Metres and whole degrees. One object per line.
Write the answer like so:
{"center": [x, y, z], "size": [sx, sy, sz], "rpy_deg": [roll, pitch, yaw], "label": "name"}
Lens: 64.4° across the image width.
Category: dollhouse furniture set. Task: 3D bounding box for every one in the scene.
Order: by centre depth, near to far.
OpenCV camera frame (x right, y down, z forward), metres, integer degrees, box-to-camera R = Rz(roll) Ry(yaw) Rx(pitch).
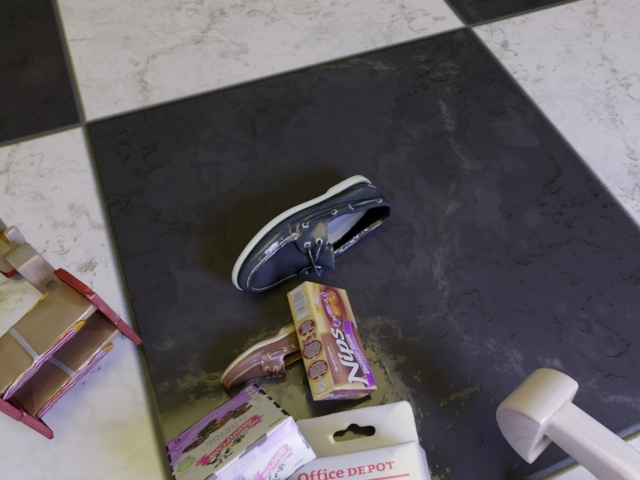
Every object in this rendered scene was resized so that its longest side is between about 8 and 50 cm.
{"center": [-0.508, 0.124, 0.852], "size": [0.374, 0.152, 0.201], "rpy_deg": [25, 61, 32], "label": "dollhouse furniture set"}

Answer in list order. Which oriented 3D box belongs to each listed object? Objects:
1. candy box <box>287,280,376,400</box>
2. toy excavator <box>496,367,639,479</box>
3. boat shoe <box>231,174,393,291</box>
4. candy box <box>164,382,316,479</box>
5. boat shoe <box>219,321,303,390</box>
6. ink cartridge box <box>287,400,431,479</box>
{"center": [0.017, 0.167, 0.843], "size": [0.053, 0.109, 0.186], "rpy_deg": [-37, 55, 29], "label": "candy box"}
{"center": [0.449, 0.387, 0.590], "size": [0.222, 0.444, 0.433], "rpy_deg": [-35, 25, -20], "label": "toy excavator"}
{"center": [0.001, 0.003, 0.931], "size": [0.340, 0.127, 0.113], "rpy_deg": [-32, 53, -29], "label": "boat shoe"}
{"center": [-0.120, 0.294, 0.711], "size": [0.165, 0.196, 0.070], "rpy_deg": [-32, 100, -20], "label": "candy box"}
{"center": [-0.081, 0.199, 0.847], "size": [0.178, 0.064, 0.060], "rpy_deg": [-29, 63, -21], "label": "boat shoe"}
{"center": [0.057, 0.396, 0.675], "size": [0.207, 0.119, 0.353], "rpy_deg": [-14, 59, 9], "label": "ink cartridge box"}
